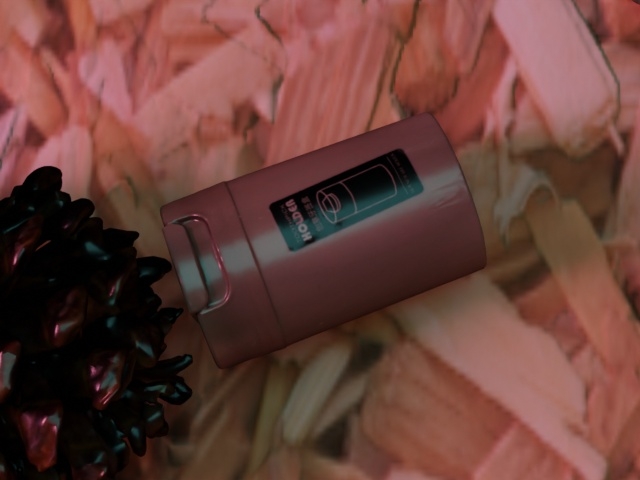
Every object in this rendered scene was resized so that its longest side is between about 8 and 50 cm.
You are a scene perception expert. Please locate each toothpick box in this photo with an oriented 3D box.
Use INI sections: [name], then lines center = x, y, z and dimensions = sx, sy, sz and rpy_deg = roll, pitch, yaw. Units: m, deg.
[toothpick box]
center = 0.000, 0.000, 0.930
dimensions = 0.181, 0.111, 0.111
rpy_deg = -20, 74, -4

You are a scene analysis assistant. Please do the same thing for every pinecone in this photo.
[pinecone]
center = -0.211, 0.054, 0.876
dimensions = 0.272, 0.224, 0.224
rpy_deg = 19, 77, 5

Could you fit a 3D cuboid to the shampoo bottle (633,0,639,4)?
[shampoo bottle]
center = 0.226, -0.231, 0.992
dimensions = 0.118, 0.087, 0.234
rpy_deg = -29, 75, -8
